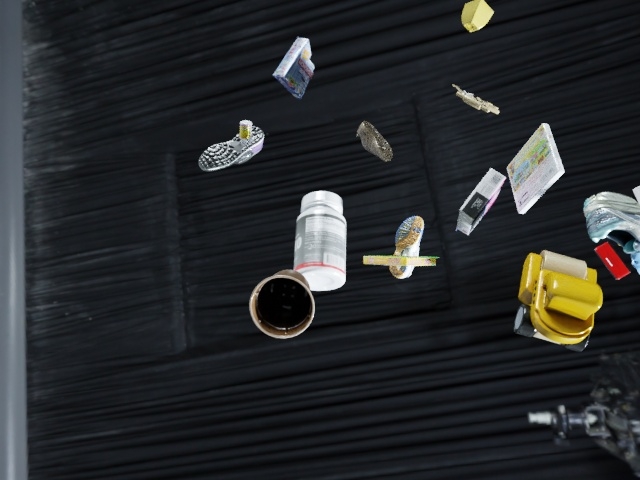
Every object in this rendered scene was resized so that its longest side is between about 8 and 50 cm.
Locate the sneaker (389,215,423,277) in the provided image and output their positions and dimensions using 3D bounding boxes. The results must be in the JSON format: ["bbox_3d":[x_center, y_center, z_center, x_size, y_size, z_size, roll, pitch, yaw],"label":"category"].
[{"bbox_3d":[0.409,0.031,2.300,0.131,0.111,0.297,16,96,-57],"label":"sneaker"}]

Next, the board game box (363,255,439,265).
[{"bbox_3d":[0.267,0.066,1.653,0.259,0.124,0.039,-7,-96,60],"label":"board game box"}]

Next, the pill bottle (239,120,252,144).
[{"bbox_3d":[-0.274,-0.393,1.808,0.043,0.043,0.083,-77,176,-62],"label":"pill bottle"}]

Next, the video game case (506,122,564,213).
[{"bbox_3d":[0.707,-0.236,1.643,0.227,0.026,0.206,112,-18,-55],"label":"video game case"}]

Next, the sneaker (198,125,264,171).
[{"bbox_3d":[-0.341,-0.329,1.945,0.107,0.283,0.124,51,-21,18],"label":"sneaker"}]

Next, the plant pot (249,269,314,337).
[{"bbox_3d":[-0.095,0.156,1.336,0.165,0.166,0.167,-77,155,-81],"label":"plant pot"}]

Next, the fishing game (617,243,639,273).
[{"bbox_3d":[1.037,0.030,1.519,0.189,0.264,0.041,-61,-171,8],"label":"fishing game"}]

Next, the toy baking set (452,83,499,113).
[{"bbox_3d":[0.677,-0.622,2.192,0.196,0.256,0.030,-30,150,-58],"label":"toy baking set"}]

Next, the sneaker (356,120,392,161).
[{"bbox_3d":[0.202,-0.359,1.862,0.188,0.066,0.071,60,-38,19],"label":"sneaker"}]

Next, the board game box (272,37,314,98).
[{"bbox_3d":[-0.085,-0.696,1.984,0.194,0.060,0.194,25,89,-62],"label":"board game box"}]

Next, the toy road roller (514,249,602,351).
[{"bbox_3d":[0.730,0.152,1.482,0.241,0.202,0.330,89,20,-56],"label":"toy road roller"}]

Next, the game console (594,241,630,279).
[{"bbox_3d":[1.144,0.087,1.964,0.144,0.124,0.085,61,-24,17],"label":"game console"}]

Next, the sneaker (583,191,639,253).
[{"bbox_3d":[0.762,-0.018,1.160,0.110,0.282,0.122,81,22,-67],"label":"sneaker"}]

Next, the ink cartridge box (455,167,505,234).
[{"bbox_3d":[0.565,-0.122,1.777,0.069,0.176,0.371,37,0,14],"label":"ink cartridge box"}]

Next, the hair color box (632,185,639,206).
[{"bbox_3d":[0.657,-0.040,0.900,0.093,0.053,0.167,-42,-129,53],"label":"hair color box"}]

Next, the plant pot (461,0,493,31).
[{"bbox_3d":[0.570,-0.823,1.826,0.081,0.081,0.083,29,84,-30],"label":"plant pot"}]

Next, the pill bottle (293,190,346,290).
[{"bbox_3d":[0.000,0.000,1.556,0.161,0.161,0.283,59,29,-58],"label":"pill bottle"}]
